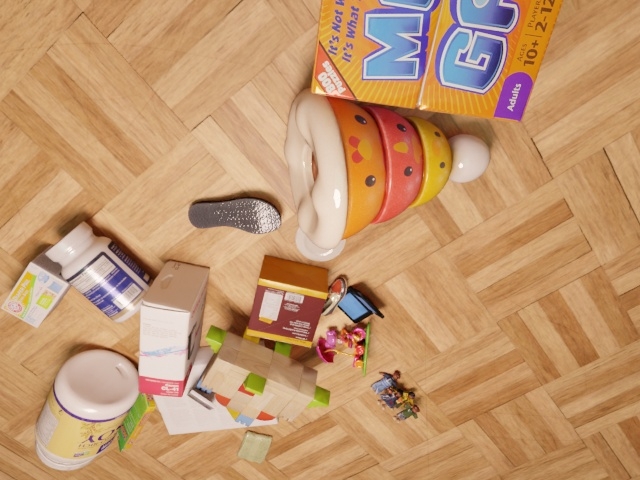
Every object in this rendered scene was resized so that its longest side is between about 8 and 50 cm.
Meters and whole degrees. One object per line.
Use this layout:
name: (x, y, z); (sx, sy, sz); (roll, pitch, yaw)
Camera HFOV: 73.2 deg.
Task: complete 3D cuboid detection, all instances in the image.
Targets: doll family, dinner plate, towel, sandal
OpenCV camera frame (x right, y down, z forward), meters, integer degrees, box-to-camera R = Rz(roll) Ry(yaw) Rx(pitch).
doll family: (0.255, 0.517, 1.434); (0.111, 0.076, 0.193); (-39, 108, 23)
dinner plate: (0.000, 0.000, 1.204); (0.141, 0.017, 0.141); (0, 118, -1)
towel: (-0.242, 0.764, 1.589); (0.110, 0.027, 0.148); (17, 116, -9)
sandal: (-0.225, -0.075, 1.153); (0.254, 0.054, 0.097); (5, 110, 8)

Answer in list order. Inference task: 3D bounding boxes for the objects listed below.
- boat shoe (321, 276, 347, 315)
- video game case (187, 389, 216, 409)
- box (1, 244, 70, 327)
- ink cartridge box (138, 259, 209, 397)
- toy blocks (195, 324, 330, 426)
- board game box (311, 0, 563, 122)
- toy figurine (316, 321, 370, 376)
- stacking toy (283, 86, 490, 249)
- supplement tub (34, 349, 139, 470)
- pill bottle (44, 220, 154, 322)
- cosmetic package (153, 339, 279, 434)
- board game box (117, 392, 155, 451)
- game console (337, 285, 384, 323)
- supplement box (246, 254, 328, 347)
boat shoe: (0.034, 0.166, 1.262); (0.043, 0.049, 0.137); (0, 125, -41)
video game case: (-0.361, 0.484, 1.303); (0.087, 0.011, 0.122); (35, 149, -5)
box: (-0.787, 0.132, 1.226); (0.114, 0.103, 0.203); (37, 111, -17)
ink cartridge box: (-0.412, 0.247, 1.215); (0.131, 0.226, 0.306); (12, 117, -6)
toy blocks: (-0.198, 0.430, 1.253); (0.381, 0.191, 0.261); (26, 124, -11)
board game box: (0.185, -0.450, 0.780); (0.356, 0.356, 0.356); (7, 117, -2)
toy figurine: (0.067, 0.323, 1.323); (0.159, 0.130, 0.173); (6, 105, 8)
stacking toy: (0.177, -0.185, 0.995); (0.480, 0.350, 0.350); (-10, 118, -15)
supplement tub: (-0.739, 0.535, 1.356); (0.241, 0.241, 0.331); (28, 114, -13)
pill bottle: (-0.594, 0.085, 1.174); (0.153, 0.153, 0.264); (-32, 112, 15)
cosmetic package: (-0.343, 0.483, 1.407); (0.377, 0.097, 0.284); (-7, 118, 4)
board game box: (-0.629, 0.585, 1.449); (0.039, 0.124, 0.259); (15, 120, -44)
game console: (0.111, 0.201, 1.277); (0.071, 0.107, 0.122); (-48, 111, -9)
supplement box: (-0.093, 0.174, 1.229); (0.191, 0.129, 0.194); (13, 116, -7)
